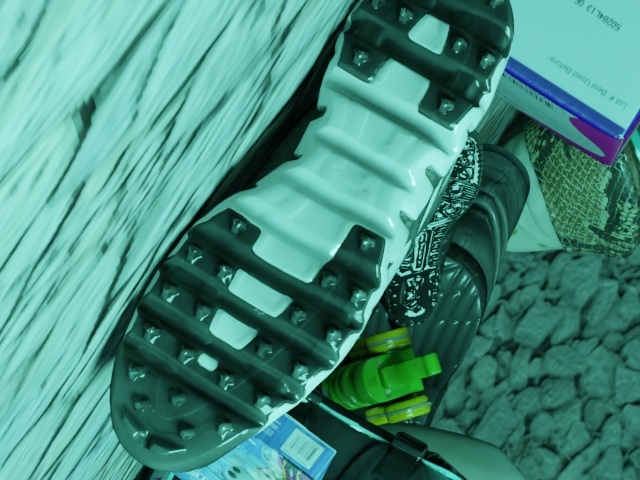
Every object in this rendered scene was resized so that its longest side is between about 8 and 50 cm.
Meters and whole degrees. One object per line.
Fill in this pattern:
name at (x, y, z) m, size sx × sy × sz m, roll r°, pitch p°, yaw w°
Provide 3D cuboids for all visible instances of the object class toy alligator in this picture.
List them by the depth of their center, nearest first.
toy alligator at (0.025, 0.093, 1.241) m, size 0.051 × 0.056 × 0.189 m, roll -14°, pitch 176°, yaw -19°

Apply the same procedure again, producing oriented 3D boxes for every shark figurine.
shark figurine at (-0.022, 0.183, 1.283) m, size 0.278 × 0.166 × 0.116 m, roll -39°, pitch 150°, yaw -3°

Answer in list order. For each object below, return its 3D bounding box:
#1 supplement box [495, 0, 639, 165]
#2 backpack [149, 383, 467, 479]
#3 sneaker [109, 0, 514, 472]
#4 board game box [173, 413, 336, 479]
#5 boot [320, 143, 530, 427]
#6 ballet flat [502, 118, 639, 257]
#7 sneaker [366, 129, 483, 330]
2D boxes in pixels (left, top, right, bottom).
supplement box at (0.165, -0.125, 1.181) m, size 0.114 × 0.111 × 0.220 m, roll -57°, pitch 174°, yaw 1°
backpack at (-0.029, 0.180, 1.016) m, size 0.188 × 0.166 × 0.144 m, roll -62°, pitch -176°, yaw -18°
sneaker at (0.000, 0.000, 0.768) m, size 0.234 × 0.078 × 0.106 m, roll -56°, pitch 171°, yaw -16°
board game box at (-0.042, 0.088, 0.834) m, size 0.020 × 0.090 × 0.090 m, roll -50°, pitch 170°, yaw -28°
boot at (0.067, 0.096, 1.562) m, size 0.338 × 0.118 × 0.223 m, roll -55°, pitch 180°, yaw 30°
ballet flat at (0.239, -0.054, 1.875) m, size 0.182 × 0.164 × 0.483 m, roll -17°, pitch 180°, yaw 11°
sneaker at (0.064, -0.008, 1.285) m, size 0.089 × 0.051 × 0.170 m, roll -104°, pitch -152°, yaw -71°
